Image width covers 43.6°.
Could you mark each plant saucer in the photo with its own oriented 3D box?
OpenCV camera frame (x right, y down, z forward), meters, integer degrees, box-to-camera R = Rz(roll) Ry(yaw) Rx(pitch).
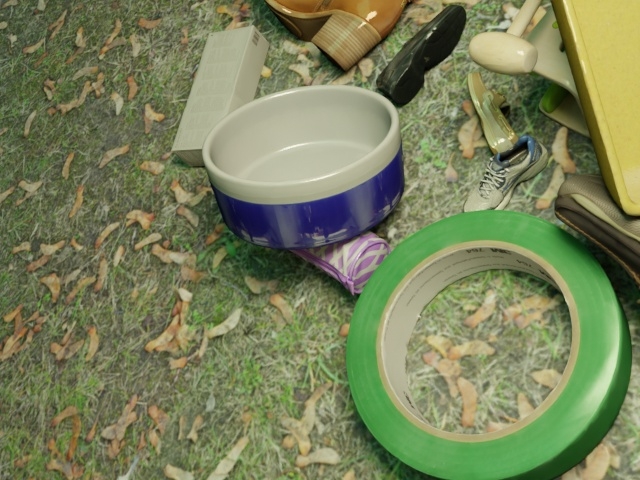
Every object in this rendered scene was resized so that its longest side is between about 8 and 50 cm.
[{"bbox_3d":[0.377,-0.216,0.835,0.333,0.081,0.332,-16,90,-20],"label":"plant saucer"}]

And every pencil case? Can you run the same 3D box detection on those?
[{"bbox_3d":[0.000,0.000,1.100,0.088,0.086,0.206,-31,41,-33],"label":"pencil case"}]

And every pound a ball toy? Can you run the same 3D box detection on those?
[{"bbox_3d":[0.349,-0.266,0.950,0.319,0.208,0.136,-50,51,-1],"label":"pound a ball toy"}]

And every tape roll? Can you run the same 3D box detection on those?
[{"bbox_3d":[0.187,0.123,0.930,0.321,0.077,0.321,-14,60,25],"label":"tape roll"}]

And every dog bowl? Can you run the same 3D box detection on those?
[{"bbox_3d":[-0.020,-0.106,1.084,0.265,0.104,0.265,-8,36,6],"label":"dog bowl"}]

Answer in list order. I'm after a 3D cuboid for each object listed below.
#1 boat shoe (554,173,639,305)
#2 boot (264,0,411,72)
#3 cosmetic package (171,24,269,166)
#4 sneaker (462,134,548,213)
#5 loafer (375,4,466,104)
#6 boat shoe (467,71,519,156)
[{"bbox_3d":[0.374,0.057,0.795,0.355,0.132,0.130,39,126,32],"label":"boat shoe"},{"bbox_3d":[0.029,-0.422,1.288,0.220,0.109,0.283,-48,53,3],"label":"boot"},{"bbox_3d":[-0.165,-0.242,1.346,0.099,0.060,0.239,2,67,30],"label":"cosmetic package"},{"bbox_3d":[0.228,-0.084,1.024,0.135,0.058,0.052,-47,51,3],"label":"sneaker"},{"bbox_3d":[0.145,-0.282,1.179,0.170,0.062,0.061,-48,46,0],"label":"loafer"},{"bbox_3d":[0.234,-0.173,1.076,0.045,0.050,0.135,-22,66,17],"label":"boat shoe"}]
